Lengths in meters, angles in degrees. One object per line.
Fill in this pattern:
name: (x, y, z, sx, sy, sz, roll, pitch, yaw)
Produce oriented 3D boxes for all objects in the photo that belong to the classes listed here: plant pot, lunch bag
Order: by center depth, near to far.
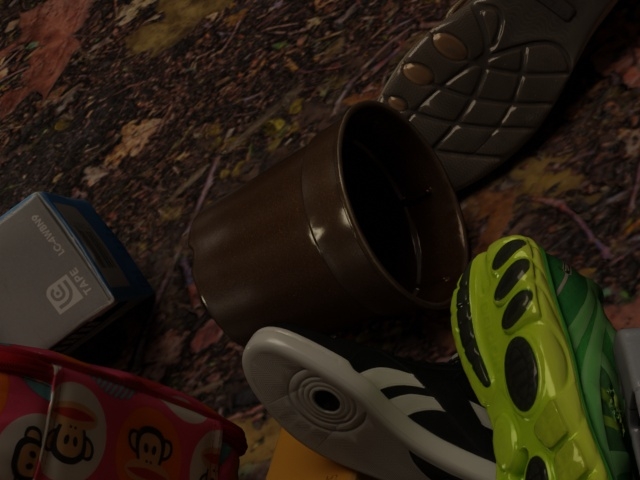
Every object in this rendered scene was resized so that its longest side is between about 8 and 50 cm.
lunch bag: (-0.222, 0.158, 1.287, 0.258, 0.293, 0.120, -10, 65, 37)
plant pot: (0.000, 0.000, 1.412, 0.165, 0.167, 0.167, -23, 35, 31)

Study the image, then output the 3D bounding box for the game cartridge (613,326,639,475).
game cartridge: (0.280, 0.150, 0.998, 0.198, 0.062, 0.297, -8, 42, 2)

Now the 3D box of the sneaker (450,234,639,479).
sneaker: (0.164, 0.129, 1.130, 0.109, 0.123, 0.295, -41, 45, 44)

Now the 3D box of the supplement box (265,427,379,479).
supplement box: (0.004, 0.199, 1.230, 0.078, 0.080, 0.233, -14, 38, 31)

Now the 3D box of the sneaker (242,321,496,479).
sneaker: (0.059, 0.096, 1.219, 0.079, 0.217, 0.121, -52, 7, 46)

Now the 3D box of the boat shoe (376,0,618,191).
boat shoe: (0.155, -0.159, 1.517, 0.324, 0.123, 0.116, -47, 1, -1)

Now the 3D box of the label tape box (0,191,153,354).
label tape box: (-0.315, 0.104, 1.497, 0.347, 0.115, 0.249, -38, -1, 1)
